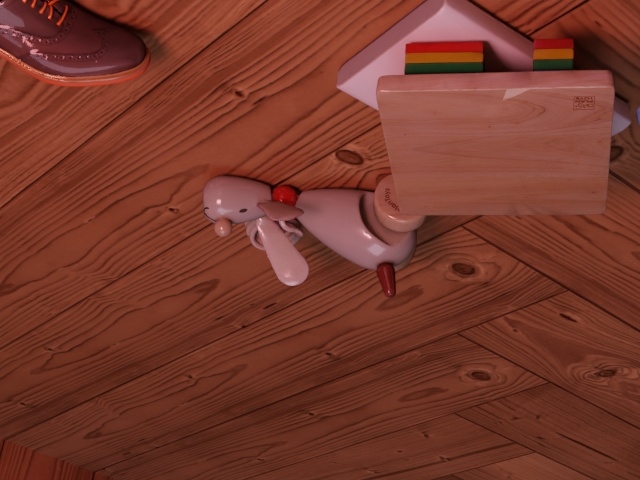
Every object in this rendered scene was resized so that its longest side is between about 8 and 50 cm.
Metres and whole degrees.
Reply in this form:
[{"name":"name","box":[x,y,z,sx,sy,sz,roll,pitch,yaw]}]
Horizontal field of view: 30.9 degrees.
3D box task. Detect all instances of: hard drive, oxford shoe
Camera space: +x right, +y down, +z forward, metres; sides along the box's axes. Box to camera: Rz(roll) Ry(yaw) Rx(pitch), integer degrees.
[{"name":"hard drive","box":[0.202,-0.178,1.432,0.307,0.040,0.203,26,145,-28]},{"name":"oxford shoe","box":[-0.333,-0.256,1.369,0.271,0.097,0.098,12,143,-8]}]

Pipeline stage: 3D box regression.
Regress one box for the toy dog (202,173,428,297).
[{"name":"toy dog","box":[0.000,0.000,1.653,0.333,0.161,0.220,-5,147,19]}]

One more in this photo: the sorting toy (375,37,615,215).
[{"name":"sorting toy","box":[0.211,-0.134,1.376,0.257,0.089,0.255,0,149,11]}]

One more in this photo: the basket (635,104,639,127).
[{"name":"basket","box":[0.516,-0.145,1.258,0.254,0.201,0.289,-29,142,36]}]
